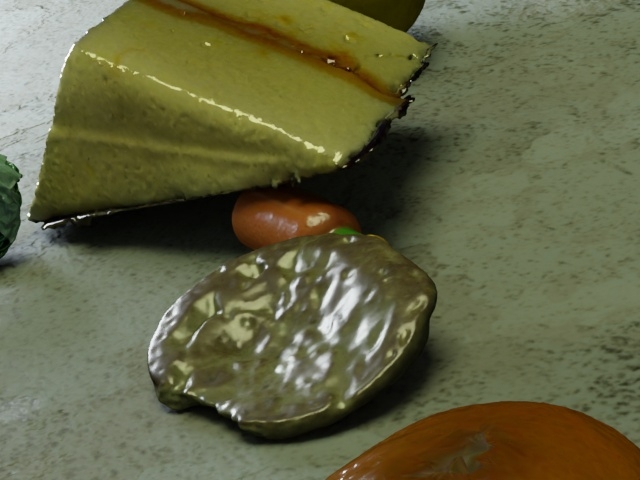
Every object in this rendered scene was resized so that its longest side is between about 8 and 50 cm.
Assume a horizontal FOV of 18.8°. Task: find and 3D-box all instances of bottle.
[{"bbox_3d":[0.000,0.000,1.607,0.069,0.069,0.187,-25,29,-25],"label":"bottle"}]

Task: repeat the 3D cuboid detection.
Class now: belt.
[{"bbox_3d":[-0.343,-0.025,1.762,0.151,0.121,0.079,-10,22,-5],"label":"belt"}]

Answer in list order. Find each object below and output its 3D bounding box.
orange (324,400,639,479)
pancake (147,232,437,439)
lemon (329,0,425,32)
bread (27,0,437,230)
[{"bbox_3d":[0.086,0.220,1.060,0.274,0.274,0.310,0,58,26],"label":"orange"},{"bbox_3d":[-0.021,0.071,1.469,0.236,0.042,0.222,-4,37,32],"label":"pancake"},{"bbox_3d":[-0.020,-0.285,2.043,0.219,0.240,0.240,-29,20,17],"label":"lemon"},{"bbox_3d":[-0.069,-0.106,1.811,0.405,0.242,0.346,24,35,22],"label":"bread"}]
